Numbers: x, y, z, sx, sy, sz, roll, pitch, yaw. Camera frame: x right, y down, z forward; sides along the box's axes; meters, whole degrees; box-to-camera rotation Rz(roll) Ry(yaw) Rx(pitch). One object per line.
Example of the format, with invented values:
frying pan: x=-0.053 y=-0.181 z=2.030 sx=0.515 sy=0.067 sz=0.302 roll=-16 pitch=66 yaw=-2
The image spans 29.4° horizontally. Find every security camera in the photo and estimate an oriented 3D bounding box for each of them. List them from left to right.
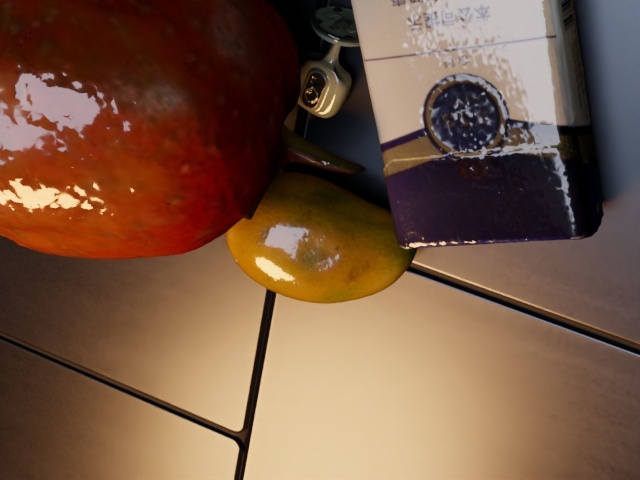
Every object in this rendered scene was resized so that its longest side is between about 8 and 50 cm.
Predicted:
security camera: x=0.006 y=-0.145 z=1.024 sx=0.058 sy=0.058 sz=0.092 roll=28 pitch=128 yaw=13

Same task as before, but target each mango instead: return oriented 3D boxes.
mango: x=-0.004 y=0.003 z=1.063 sx=0.163 sy=0.089 sz=0.111 roll=27 pitch=119 yaw=5

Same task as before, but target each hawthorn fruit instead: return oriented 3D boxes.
hawthorn fruit: x=-0.140 y=-0.109 z=0.989 sx=0.368 sy=0.285 sz=0.285 roll=14 pitch=117 yaw=3

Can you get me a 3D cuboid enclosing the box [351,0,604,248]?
box: x=0.121 y=-0.124 z=0.959 sx=0.168 sy=0.071 sz=0.259 roll=-4 pitch=107 yaw=27
